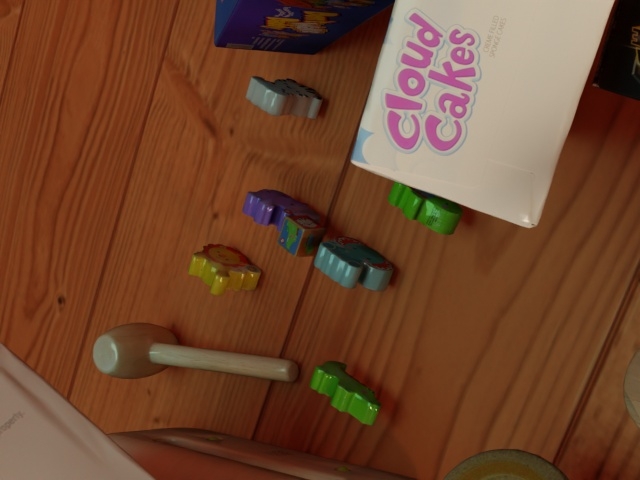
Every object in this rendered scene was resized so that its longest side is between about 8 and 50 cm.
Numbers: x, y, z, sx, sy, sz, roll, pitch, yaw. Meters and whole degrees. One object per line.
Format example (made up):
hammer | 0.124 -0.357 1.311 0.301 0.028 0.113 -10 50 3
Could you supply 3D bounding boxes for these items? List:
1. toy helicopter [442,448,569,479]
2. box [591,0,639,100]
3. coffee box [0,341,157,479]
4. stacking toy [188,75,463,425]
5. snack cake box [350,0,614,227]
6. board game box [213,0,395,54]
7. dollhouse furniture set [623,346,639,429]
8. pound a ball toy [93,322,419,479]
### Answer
toy helicopter | 0.188 0.220 0.570 0.235 0.140 0.355 -36 50 -9
box | 0.253 -0.051 0.498 0.220 0.175 0.051 25 105 43
coffee box | -0.196 0.343 0.717 0.338 0.337 0.334 36 145 18
stacking toy | 0.000 0.000 0.861 0.221 0.052 0.167 38 118 38
snack cake box | 0.095 -0.117 0.608 0.089 0.264 0.152 19 106 6
board game box | -0.011 -0.243 0.716 0.347 0.078 0.234 -149 63 -81
dollhouse furniture set | 0.157 0.105 0.489 0.161 0.212 0.242 16 73 37
pound a ball toy | -0.082 0.177 0.879 0.319 0.135 0.208 3 92 46
